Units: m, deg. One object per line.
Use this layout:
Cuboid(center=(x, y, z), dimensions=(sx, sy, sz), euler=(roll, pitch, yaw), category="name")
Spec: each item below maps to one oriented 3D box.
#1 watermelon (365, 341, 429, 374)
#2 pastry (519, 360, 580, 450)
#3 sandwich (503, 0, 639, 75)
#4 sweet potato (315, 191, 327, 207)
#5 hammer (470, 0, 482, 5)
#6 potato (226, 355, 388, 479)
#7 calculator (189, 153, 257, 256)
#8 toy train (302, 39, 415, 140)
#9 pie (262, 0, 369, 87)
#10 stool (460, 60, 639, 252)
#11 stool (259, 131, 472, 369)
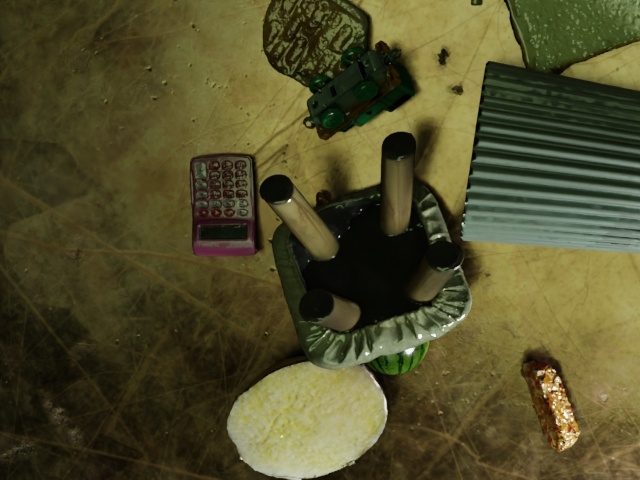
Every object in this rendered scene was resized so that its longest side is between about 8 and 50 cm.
Cuboid(center=(0.128, 0.144, 1.943), dimensions=(0.140, 0.140, 0.187), euler=(0, 96, 13), category="watermelon")
Cuboid(center=(0.411, 0.286, 1.935), dimensions=(0.063, 0.087, 0.169), euler=(-22, 96, -18), category="pastry")
Cuboid(center=(0.426, -0.397, 1.766), dimensions=(0.251, 0.087, 0.226), euler=(-20, 97, 34), category="sandwich")
Cuboid(center=(-0.005, 0.001, 1.997), dimensions=(0.044, 0.044, 0.179), euler=(-1, 93, 13), category="sweet potato")
Cuboid(center=(0.271, -0.499, 1.848), dimensions=(0.062, 0.013, 0.199), euler=(-3, 104, -8), category="hammer")
Cuboid(center=(-0.019, 0.314, 2.021), dimensions=(0.299, 0.116, 0.239), euler=(-27, 103, 12), category="potato")
Cuboid(center=(-0.179, -0.065, 2.030), dimensions=(0.126, 0.034, 0.190), euler=(0, 95, 14), category="calculator")
Cuboid(center=(0.069, -0.253, 1.889), dimensions=(0.227, 0.136, 0.091), euler=(-37, 57, 31), category="toy train")
Cuboid(center=(-0.013, -0.359, 1.928), dimensions=(0.195, 0.046, 0.195), euler=(2, 99, 12), category="pie")
Cuboid(center=(0.407, -0.120, 1.758), dimensions=(0.330, 0.297, 0.297), euler=(9, 102, 7), category="stool")
Cuboid(center=(0.069, 0.018, 1.816), dimensions=(0.310, 0.226, 0.310), euler=(-21, 63, 2), category="stool")
